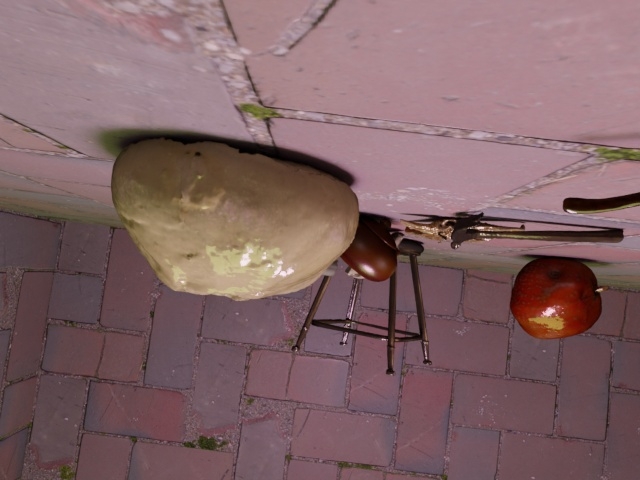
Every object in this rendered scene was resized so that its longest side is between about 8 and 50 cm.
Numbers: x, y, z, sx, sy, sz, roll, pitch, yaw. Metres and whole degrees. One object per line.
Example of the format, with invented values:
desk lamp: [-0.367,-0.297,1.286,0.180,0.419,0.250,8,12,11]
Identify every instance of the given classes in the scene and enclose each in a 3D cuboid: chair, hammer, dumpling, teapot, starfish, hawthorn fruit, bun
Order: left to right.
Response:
bun: [-0.130,-0.011,0.711,0.365,0.202,0.364,6,174,1]
teapot: [0.097,-0.006,1.064,0.252,0.135,0.178,36,-174,-44]
chair: [0.173,0.196,1.604,0.365,0.409,0.362,5,175,32]
dumpling: [0.157,0.034,1.325,0.181,0.111,0.155,0,-153,37]
starfish: [0.288,-0.016,0.982,0.248,0.050,0.138,7,176,21]
hammer: [0.395,-0.010,0.870,0.298,0.026,0.125,3,155,8]
hawthorn fruit: [0.764,0.180,1.517,0.300,0.275,0.276,-17,160,42]

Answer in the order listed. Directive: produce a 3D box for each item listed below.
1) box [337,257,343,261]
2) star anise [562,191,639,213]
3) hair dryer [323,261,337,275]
box: [0.000,0.000,1.265,0.244,0.055,0.103,13,149,28]
star anise: [0.325,-0.040,0.329,0.234,0.073,0.177,-10,-177,5]
hair dryer: [-0.005,0.056,1.164,0.267,0.092,0.229,6,172,40]
